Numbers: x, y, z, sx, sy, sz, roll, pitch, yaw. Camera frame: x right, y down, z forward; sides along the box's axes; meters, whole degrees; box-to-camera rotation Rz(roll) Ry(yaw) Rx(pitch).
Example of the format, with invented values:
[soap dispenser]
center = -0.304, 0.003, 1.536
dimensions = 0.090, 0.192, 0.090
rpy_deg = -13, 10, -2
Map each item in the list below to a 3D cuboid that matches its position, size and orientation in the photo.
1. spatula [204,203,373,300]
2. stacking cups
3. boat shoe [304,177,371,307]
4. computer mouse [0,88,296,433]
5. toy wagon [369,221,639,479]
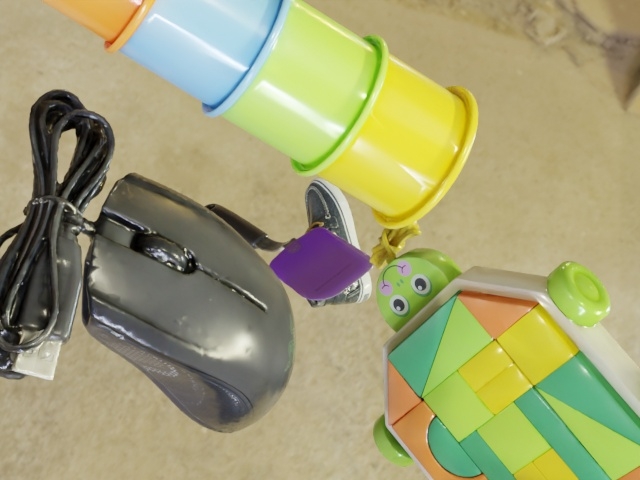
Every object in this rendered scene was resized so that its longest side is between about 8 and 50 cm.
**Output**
[spatula]
center = -0.059, 0.001, 1.141
dimensions = 0.084, 0.296, 0.030
rpy_deg = -37, 122, -22
[stacking cups]
center = -0.062, -0.115, 0.532
dimensions = 0.316, 0.096, 0.096
rpy_deg = 29, 44, -25
[boat shoe]
center = 0.000, 0.000, 1.326
dimensions = 0.083, 0.065, 0.183
rpy_deg = -6, 65, -32
[computer mouse]
center = -0.087, 0.039, 0.654
dimensions = 0.272, 0.072, 0.188
rpy_deg = 44, 41, -47
[toy wagon]
center = 0.151, 0.131, 0.887
dimensions = 0.344, 0.267, 0.068
rpy_deg = 50, 36, 10
